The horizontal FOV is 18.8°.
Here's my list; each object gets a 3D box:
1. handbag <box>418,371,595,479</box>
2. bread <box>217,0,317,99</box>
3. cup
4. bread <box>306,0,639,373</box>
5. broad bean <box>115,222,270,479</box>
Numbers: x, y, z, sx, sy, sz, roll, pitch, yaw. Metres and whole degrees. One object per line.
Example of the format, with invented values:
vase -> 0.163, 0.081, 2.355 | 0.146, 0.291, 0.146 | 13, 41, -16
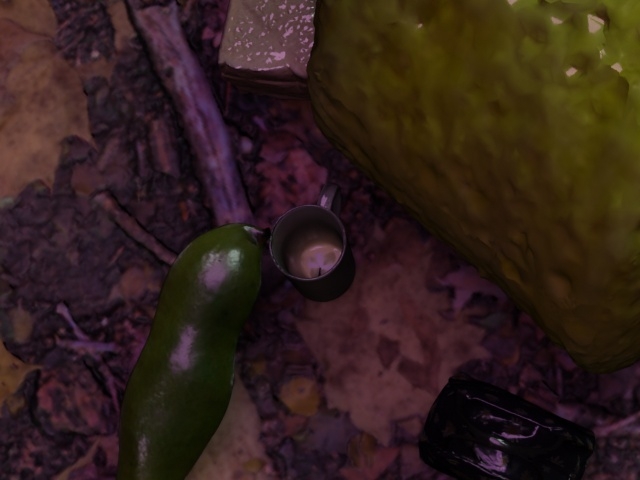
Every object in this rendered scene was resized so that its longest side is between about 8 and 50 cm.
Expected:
handbag -> 0.119, 0.138, 1.298 | 0.115, 0.139, 0.072 | 25, 89, 12
bread -> -0.009, -0.176, 1.423 | 0.105, 0.077, 0.152 | 8, 81, 14
cup -> -0.005, 0.002, 1.377 | 0.054, 0.083, 0.075 | -11, 74, 5
bread -> 0.177, -0.115, 1.257 | 0.307, 0.348, 0.348 | 31, 82, 19
broad bean -> -0.121, 0.123, 1.349 | 0.098, 0.056, 0.318 | 35, 97, -4
